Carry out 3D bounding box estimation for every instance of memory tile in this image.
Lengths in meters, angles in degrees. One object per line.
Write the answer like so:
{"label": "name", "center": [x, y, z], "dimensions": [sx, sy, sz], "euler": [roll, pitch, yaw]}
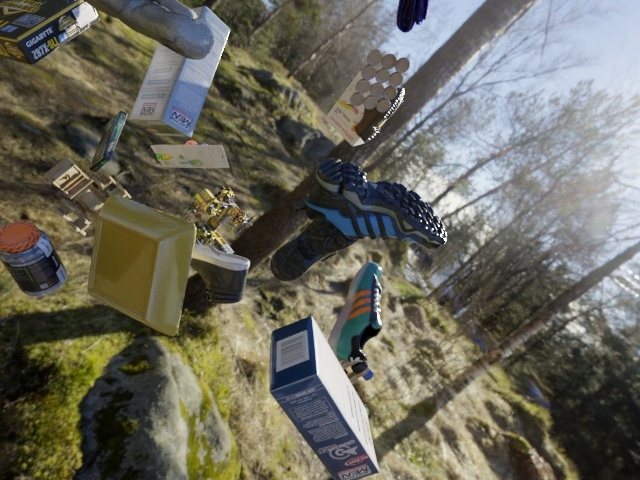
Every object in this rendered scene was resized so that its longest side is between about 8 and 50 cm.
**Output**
{"label": "memory tile", "center": [0.142, -0.382, 1.027], "dimensions": [0.113, 0.148, 0.012], "euler": [5, 49, -20]}

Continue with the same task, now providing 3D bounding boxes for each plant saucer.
{"label": "plant saucer", "center": [-0.524, 0.069, 1.184], "dimensions": [0.332, 0.333, 0.081], "euler": [19, 12, 23]}

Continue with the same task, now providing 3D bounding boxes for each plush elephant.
{"label": "plush elephant", "center": [-0.282, -0.471, 0.632], "dimensions": [0.330, 0.255, 0.272], "euler": [32, 3, 35]}

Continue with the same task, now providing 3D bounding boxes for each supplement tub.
{"label": "supplement tub", "center": [-0.745, 0.048, 1.098], "dimensions": [0.117, 0.190, 0.117], "euler": [5, 47, -5]}

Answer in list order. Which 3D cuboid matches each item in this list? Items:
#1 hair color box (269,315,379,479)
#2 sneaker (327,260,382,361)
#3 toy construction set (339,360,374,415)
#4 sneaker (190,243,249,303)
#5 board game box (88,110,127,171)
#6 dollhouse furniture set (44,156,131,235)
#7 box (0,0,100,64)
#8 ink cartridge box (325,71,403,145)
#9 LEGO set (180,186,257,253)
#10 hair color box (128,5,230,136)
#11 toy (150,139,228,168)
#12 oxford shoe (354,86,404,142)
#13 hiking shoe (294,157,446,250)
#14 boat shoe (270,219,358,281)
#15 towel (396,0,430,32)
{"label": "hair color box", "center": [0.010, 0.355, 0.931], "dimensions": [0.174, 0.105, 0.347], "euler": [-98, 163, -60]}
{"label": "sneaker", "center": [0.131, 0.202, 1.199], "dimensions": [0.121, 0.302, 0.108], "euler": [12, -27, 28]}
{"label": "toy construction set", "center": [-0.010, 0.465, 1.381], "dimensions": [0.309, 0.237, 0.257], "euler": [34, 57, -21]}
{"label": "sneaker", "center": [-0.331, 0.099, 1.242], "dimensions": [0.295, 0.147, 0.104], "euler": [15, 16, 32]}
{"label": "board game box", "center": [-0.699, -0.326, 1.402], "dimensions": [0.026, 0.126, 0.186], "euler": [28, 60, -39]}
{"label": "dollhouse furniture set", "center": [-0.848, -0.160, 1.553], "dimensions": [0.242, 0.212, 0.161], "euler": [43, -16, 5]}
{"label": "box", "center": [-0.847, -0.623, 1.212], "dimensions": [0.322, 0.257, 0.079], "euler": [19, -31, 20]}
{"label": "ink cartridge box", "center": [0.171, -0.525, 1.706], "dimensions": [0.171, 0.233, 0.168], "euler": [47, 32, 6]}
{"label": "LEGO set", "center": [-0.401, -0.018, 1.577], "dimensions": [0.192, 0.331, 0.255], "euler": [48, 9, 16]}
{"label": "hair color box", "center": [-0.437, -0.518, 1.324], "dimensions": [0.185, 0.375, 0.113], "euler": [13, -9, 36]}
{"label": "toy", "center": [-0.449, -0.309, 1.484], "dimensions": [0.137, 0.237, 0.056], "euler": [93, -7, -68]}
{"label": "oxford shoe", "center": [0.205, -0.467, 1.526], "dimensions": [0.096, 0.227, 0.083], "euler": [49, 21, 11]}
{"label": "hiking shoe", "center": [0.110, -0.052, 0.866], "dimensions": [0.304, 0.132, 0.113], "euler": [26, 41, -10]}
{"label": "boat shoe", "center": [0.000, 0.000, 1.216], "dimensions": [0.123, 0.324, 0.120], "euler": [59, -2, 4]}
{"label": "towel", "center": [0.224, -0.637, 0.909], "dimensions": [0.076, 0.308, 0.228], "euler": [9, -27, 9]}
